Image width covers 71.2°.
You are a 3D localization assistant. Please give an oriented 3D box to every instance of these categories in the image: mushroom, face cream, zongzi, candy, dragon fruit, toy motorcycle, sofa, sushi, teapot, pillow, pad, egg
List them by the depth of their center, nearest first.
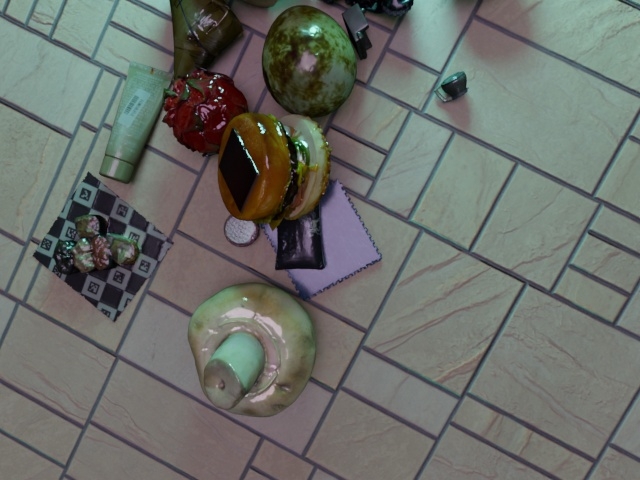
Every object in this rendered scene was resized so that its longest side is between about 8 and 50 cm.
[{"bbox_3d":[-0.034,-0.453,1.131,0.238,0.238,0.290,-22,73,7],"label":"egg"},{"bbox_3d":[0.107,-0.536,1.153,0.060,0.147,0.085,-26,88,11],"label":"sofa"},{"bbox_3d":[0.126,-0.680,1.166,0.270,0.106,0.159,23,91,15],"label":"toy motorcycle"},{"bbox_3d":[-0.204,0.290,1.174,0.325,0.353,0.353,28,97,34],"label":"mushroom"},{"bbox_3d":[0.350,-0.404,1.186,0.087,0.066,0.057,-24,109,28],"label":"teapot"},{"bbox_3d":[-0.272,-0.333,1.194,0.292,0.233,0.234,13,95,-26],"label":"dragon fruit"},{"bbox_3d":[-0.384,-0.576,1.221,0.289,0.123,0.260,-41,82,15],"label":"zongzi"},{"bbox_3d":[-0.060,-0.021,1.235,0.141,0.055,0.209,-2,90,8],"label":"pillow"},{"bbox_3d":[0.000,0.000,1.265,0.268,0.012,0.270,-31,90,7],"label":"pad"},{"bbox_3d":[-0.224,-0.033,1.269,0.103,0.043,0.103,0,95,3],"label":"candy"},{"bbox_3d":[-0.531,-0.333,1.270,0.137,0.084,0.342,18,87,2],"label":"face cream"},{"bbox_3d":[-0.659,0.026,1.302,0.339,0.069,0.320,39,96,2],"label":"sushi"}]

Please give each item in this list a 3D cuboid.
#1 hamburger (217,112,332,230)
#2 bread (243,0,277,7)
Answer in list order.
[{"bbox_3d":[-0.110,-0.179,1.106,0.225,0.290,0.291,-4,94,-39],"label":"hamburger"},{"bbox_3d":[-0.116,-0.740,1.059,0.423,0.245,0.329,-17,119,39],"label":"bread"}]
